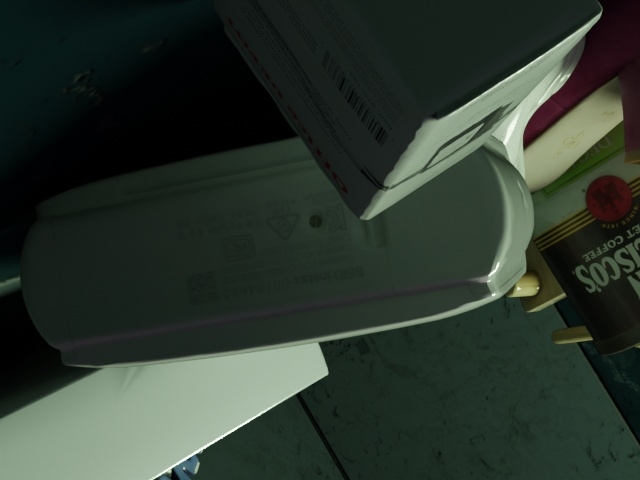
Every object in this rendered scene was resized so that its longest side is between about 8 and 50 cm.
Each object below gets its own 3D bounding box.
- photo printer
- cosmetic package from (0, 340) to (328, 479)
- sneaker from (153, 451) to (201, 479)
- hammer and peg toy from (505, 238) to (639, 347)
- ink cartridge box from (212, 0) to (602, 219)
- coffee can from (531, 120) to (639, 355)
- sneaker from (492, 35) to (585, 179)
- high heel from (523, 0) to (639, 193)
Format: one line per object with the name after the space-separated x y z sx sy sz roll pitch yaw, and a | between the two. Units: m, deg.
0.000 0.000 0.704 0.256 0.107 0.307 -10 179 13 | photo printer
-0.221 0.146 0.868 0.284 0.097 0.377 -17 -175 44 | cosmetic package
-0.232 0.215 1.527 0.127 0.182 0.316 -34 -152 49 | sneaker
0.346 -0.003 1.604 0.127 0.361 0.266 -2 160 -33 | hammer and peg toy
0.017 -0.078 0.385 0.063 0.109 0.150 -33 175 -10 | ink cartridge box
0.278 -0.060 1.074 0.201 0.275 0.201 -31 174 -3 | coffee can
0.115 -0.080 0.849 0.094 0.080 0.212 -12 128 -53 | sneaker
0.170 -0.135 0.947 0.377 0.181 0.127 -7 172 41 | high heel
